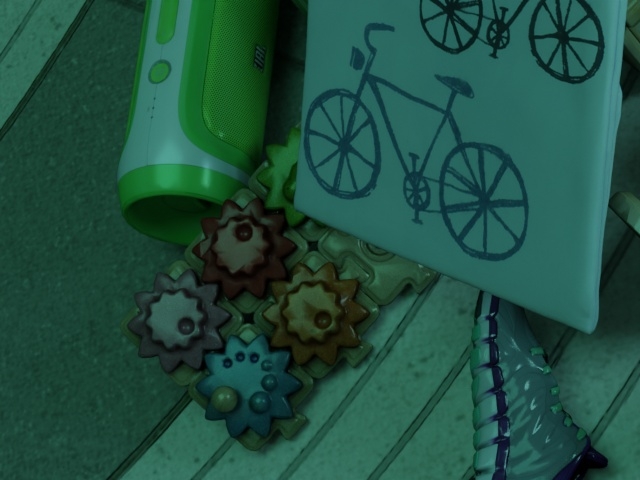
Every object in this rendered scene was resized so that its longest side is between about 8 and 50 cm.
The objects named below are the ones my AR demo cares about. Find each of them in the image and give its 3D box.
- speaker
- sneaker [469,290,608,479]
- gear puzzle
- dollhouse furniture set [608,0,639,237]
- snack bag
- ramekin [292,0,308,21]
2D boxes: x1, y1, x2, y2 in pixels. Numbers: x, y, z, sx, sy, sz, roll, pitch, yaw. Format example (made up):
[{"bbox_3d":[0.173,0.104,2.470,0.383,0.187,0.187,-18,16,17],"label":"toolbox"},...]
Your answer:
[{"bbox_3d":[-0.102,-0.150,1.604,0.131,0.131,0.296,-9,62,29],"label":"speaker"},{"bbox_3d":[0.160,0.131,1.339,0.098,0.083,0.224,-2,68,9],"label":"sneaker"},{"bbox_3d":[0.000,0.000,1.469,0.175,0.044,0.339,42,91,13],"label":"gear puzzle"},{"bbox_3d":[0.322,-0.150,1.246,0.362,0.256,0.394,-47,50,6],"label":"dollhouse furniture set"},{"bbox_3d":[0.093,-0.138,1.287,0.323,0.037,0.342,23,117,47],"label":"snack bag"},{"bbox_3d":[0.084,-0.292,1.547,0.303,0.148,0.303,-15,59,26],"label":"ramekin"}]
